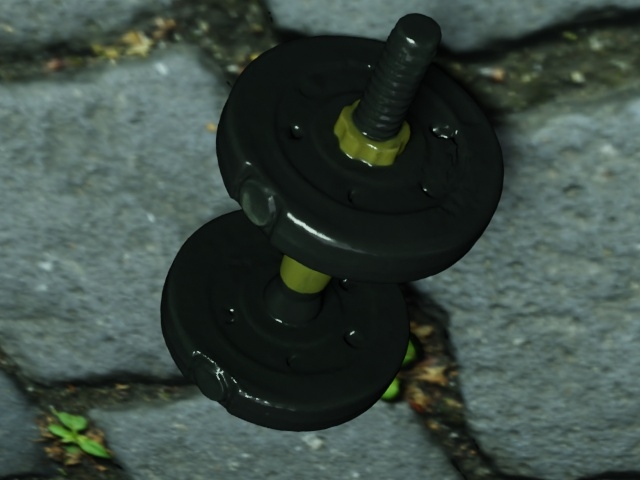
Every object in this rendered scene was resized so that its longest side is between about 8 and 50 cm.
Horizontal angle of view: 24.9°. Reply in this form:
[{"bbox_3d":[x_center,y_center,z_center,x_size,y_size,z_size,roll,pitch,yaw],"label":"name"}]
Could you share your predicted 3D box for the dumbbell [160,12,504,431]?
[{"bbox_3d":[0.000,0.000,0.768,0.143,0.143,0.325,17,140,-7],"label":"dumbbell"}]
